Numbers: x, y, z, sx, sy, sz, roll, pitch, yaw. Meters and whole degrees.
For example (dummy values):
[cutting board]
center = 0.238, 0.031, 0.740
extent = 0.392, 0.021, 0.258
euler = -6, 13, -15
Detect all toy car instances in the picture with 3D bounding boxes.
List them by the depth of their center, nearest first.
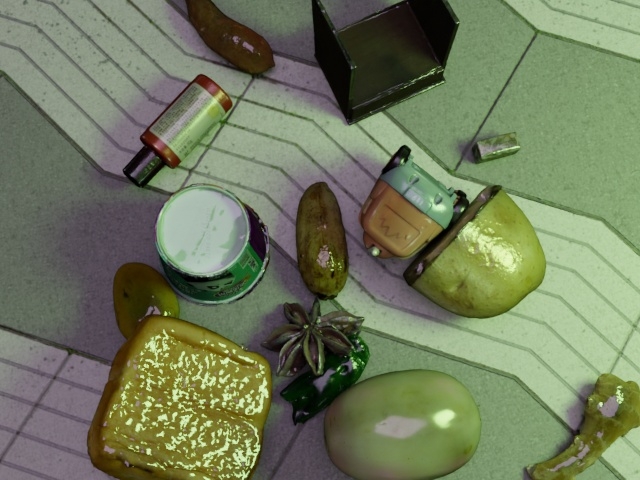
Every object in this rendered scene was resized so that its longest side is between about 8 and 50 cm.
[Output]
[toy car]
center = 0.172, -0.061, 1.821
extent = 0.180, 0.270, 0.212
euler = 39, 102, -1

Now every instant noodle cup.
[instant noodle cup]
center = -0.232, 0.000, 1.829
extent = 0.251, 0.190, 0.251
euler = 0, 77, 0

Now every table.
[table]
center = 0.133, -0.422, 1.873
extent = 0.250, 0.282, 0.196
euler = -24, 78, -5

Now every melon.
[melon]
center = 0.164, 0.368, 1.731
extent = 0.316, 0.223, 0.223
euler = -8, 78, -6

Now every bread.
[bread]
center = -0.272, 0.334, 1.743
extent = 0.337, 0.148, 0.328
euler = 22, 62, -20

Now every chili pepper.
[chili pepper]
center = 0.012, 0.289, 1.831
extent = 0.224, 0.061, 0.098
euler = -44, 81, -10

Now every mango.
[mango]
center = -0.374, 0.132, 1.850
extent = 0.137, 0.098, 0.195
euler = -33, 75, -3

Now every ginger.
[ginger]
center = 0.544, 0.393, 1.797
extent = 0.294, 0.086, 0.131
euler = -42, 103, -4

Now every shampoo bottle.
[shampoo bottle]
center = -0.320, -0.232, 1.925
extent = 0.104, 0.104, 0.278
euler = 40, 81, 8

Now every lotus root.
[lotus root]
center = 0.000, 0.000, 1.879
extent = 0.110, 0.097, 0.259
euler = -8, 74, 1

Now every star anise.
[star anise]
center = -0.024, 0.208, 1.810
extent = 0.212, 0.073, 0.197
euler = 21, 60, 37

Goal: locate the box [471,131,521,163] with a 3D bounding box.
[box]
center = 0.387, -0.203, 1.937
extent = 0.098, 0.062, 0.045
euler = -13, 82, -5

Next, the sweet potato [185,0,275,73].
[sweet potato]
center = -0.223, -0.475, 1.986
extent = 0.292, 0.097, 0.097
euler = 42, 81, 10

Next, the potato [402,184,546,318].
[potato]
center = 0.339, 0.046, 1.811
extent = 0.242, 0.242, 0.285
euler = 43, 66, 9
